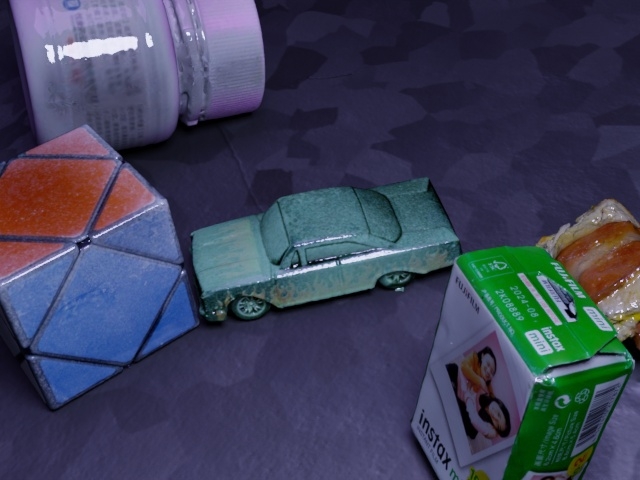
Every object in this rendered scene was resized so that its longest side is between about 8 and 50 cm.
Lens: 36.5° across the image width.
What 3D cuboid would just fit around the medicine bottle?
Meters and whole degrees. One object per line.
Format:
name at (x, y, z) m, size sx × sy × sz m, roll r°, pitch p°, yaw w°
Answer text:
medicine bottle at (-0.261, -0.263, 1.381) m, size 0.324 × 0.256 × 0.256 m, roll -12°, pitch 42°, yaw -16°

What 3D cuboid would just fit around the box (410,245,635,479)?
box at (0.174, 0.146, 0.886) m, size 0.103 × 0.250 × 0.180 m, roll -5°, pitch 38°, yaw -20°

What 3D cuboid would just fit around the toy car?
toy car at (0.000, 0.000, 1.175) m, size 0.320 × 0.097 × 0.141 m, roll -12°, pitch 42°, yaw -5°

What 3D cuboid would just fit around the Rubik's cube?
Rubik's cube at (-0.287, 0.026, 1.114) m, size 0.205 × 0.205 × 0.207 m, roll -31°, pitch 46°, yaw -23°

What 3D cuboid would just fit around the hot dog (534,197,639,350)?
hot dog at (0.326, 0.047, 1.082) m, size 0.146 × 0.103 × 0.213 m, roll -27°, pitch 32°, yaw 10°
